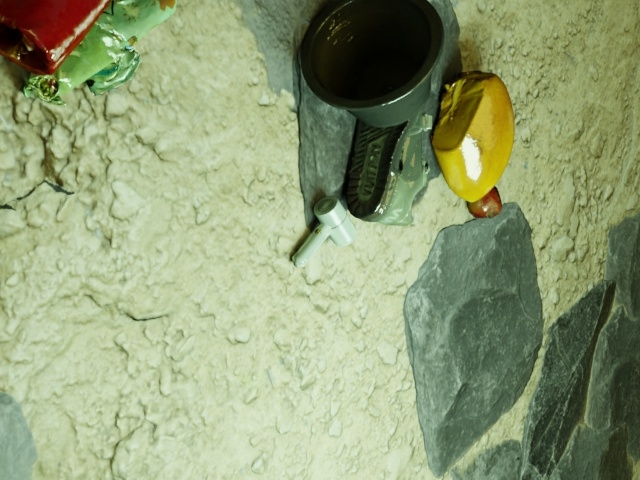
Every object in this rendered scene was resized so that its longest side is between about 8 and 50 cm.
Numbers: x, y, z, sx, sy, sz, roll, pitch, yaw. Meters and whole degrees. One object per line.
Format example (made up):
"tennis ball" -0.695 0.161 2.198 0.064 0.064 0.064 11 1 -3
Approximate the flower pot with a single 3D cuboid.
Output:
"flower pot" 0.099 -0.282 1.664 0.235 0.235 0.148 -68 155 -16

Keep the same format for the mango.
"mango" 0.294 -0.198 1.932 0.153 0.126 0.252 -3 99 -36

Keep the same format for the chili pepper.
"chili pepper" -0.294 -0.369 1.248 0.338 0.134 0.131 -62 160 -15

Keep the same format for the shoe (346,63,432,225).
"shoe" 0.140 -0.160 1.786 0.149 0.109 0.293 25 79 -51

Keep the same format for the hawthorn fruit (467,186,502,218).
"hawthorn fruit" 0.328 -0.080 2.024 0.077 0.077 0.077 -8 101 -47

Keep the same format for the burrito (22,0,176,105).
"burrito" -0.277 -0.260 1.350 0.288 0.054 0.104 -48 130 -34

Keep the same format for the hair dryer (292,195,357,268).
"hair dryer" 0.000 0.000 1.696 0.137 0.047 0.082 -50 130 -24
